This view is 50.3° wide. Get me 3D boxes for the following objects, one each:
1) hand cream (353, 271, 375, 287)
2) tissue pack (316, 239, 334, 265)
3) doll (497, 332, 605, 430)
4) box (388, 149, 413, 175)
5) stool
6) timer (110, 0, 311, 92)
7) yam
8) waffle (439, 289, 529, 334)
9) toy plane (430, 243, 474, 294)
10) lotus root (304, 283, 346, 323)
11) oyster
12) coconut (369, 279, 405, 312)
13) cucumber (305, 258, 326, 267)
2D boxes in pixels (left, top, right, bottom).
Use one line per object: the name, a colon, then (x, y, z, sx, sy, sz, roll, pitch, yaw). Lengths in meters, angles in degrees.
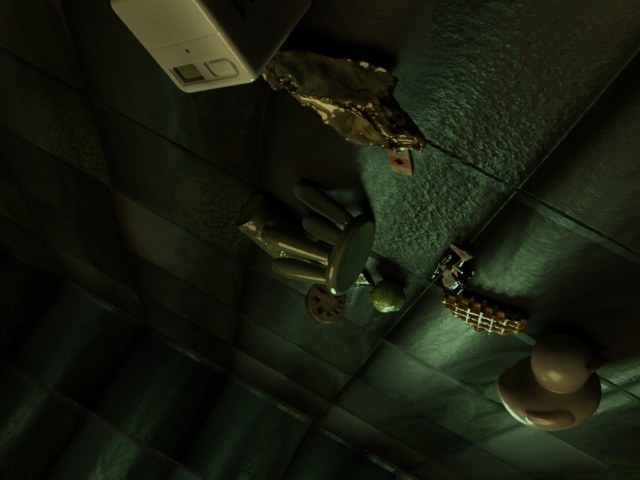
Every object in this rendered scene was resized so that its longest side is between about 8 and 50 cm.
hand cream: (0.089, 0.087, 1.795, 0.062, 0.039, 0.163, -6, 142, 28)
tissue pack: (0.014, 0.025, 1.706, 0.062, 0.083, 0.042, 26, 116, 6)
doll: (0.527, 0.313, 1.564, 0.251, 0.221, 0.221, -16, 134, 23)
box: (0.153, -0.158, 1.305, 0.046, 0.012, 0.083, 17, 151, 26)
stool: (0.000, 0.000, 1.562, 0.198, 0.195, 0.195, 25, 155, 23)
timer: (-0.165, -0.368, 1.052, 0.192, 0.195, 0.194, 4, 145, 44)
yam: (-0.116, -0.020, 1.738, 0.194, 0.107, 0.107, 42, 152, -25)
waffle: (0.389, 0.169, 1.609, 0.192, 0.046, 0.160, -6, 137, 50)
toy plane: (0.299, 0.066, 1.514, 0.078, 0.053, 0.197, 35, 160, 11)
lotus root: (0.008, 0.177, 1.952, 0.112, 0.122, 0.081, 13, 168, -21)
oyster: (0.031, -0.251, 1.150, 0.341, 0.110, 0.166, 23, 170, 23)
coconut: (0.170, 0.145, 1.761, 0.096, 0.088, 0.088, 9, 147, 28)
cucumber: (-0.052, 0.035, 1.851, 0.155, 0.037, 0.037, 32, 155, -4)
